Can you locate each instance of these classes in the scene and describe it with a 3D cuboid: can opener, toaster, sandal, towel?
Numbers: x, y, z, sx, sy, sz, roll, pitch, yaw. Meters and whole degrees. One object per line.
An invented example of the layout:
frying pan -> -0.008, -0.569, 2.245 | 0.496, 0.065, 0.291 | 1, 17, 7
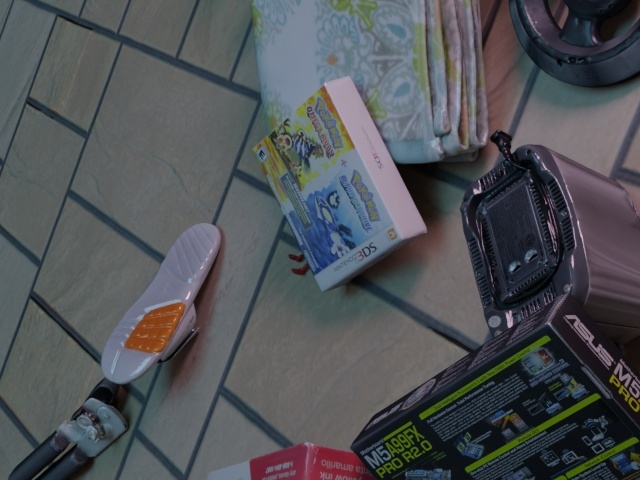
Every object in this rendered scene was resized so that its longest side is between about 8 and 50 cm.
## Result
can opener -> -0.384, 0.316, 2.043 | 0.280, 0.074, 0.093 | -43, 11, 33
toaster -> 0.230, 0.010, 1.260 | 0.129, 0.146, 0.227 | -40, 48, 37
sandal -> -0.206, 0.101, 1.883 | 0.102, 0.076, 0.265 | 21, 73, 40
towel -> 0.045, -0.251, 1.576 | 0.374, 0.090, 0.320 | 5, 104, 51

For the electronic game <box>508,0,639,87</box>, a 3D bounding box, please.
electronic game -> 0.288, -0.272, 1.357 | 0.229, 0.048, 0.229 | -1, 88, 44

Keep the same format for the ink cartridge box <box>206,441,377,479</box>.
ink cartridge box -> -0.024, 0.425, 1.361 | 0.279, 0.160, 0.384 | -30, 50, 58

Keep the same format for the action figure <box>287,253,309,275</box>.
action figure -> 0.000, 0.000, 1.677 | 0.115, 0.030, 0.038 | -42, 41, 33

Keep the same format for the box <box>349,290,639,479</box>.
box -> 0.189, 0.199, 1.199 | 0.270, 0.216, 0.060 | -40, 2, 38

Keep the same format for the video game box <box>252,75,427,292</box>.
video game box -> 0.018, -0.062, 1.564 | 0.187, 0.048, 0.205 | -36, 78, 50
